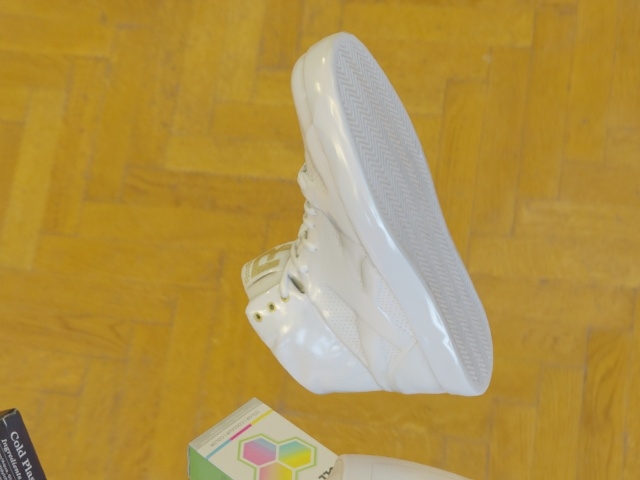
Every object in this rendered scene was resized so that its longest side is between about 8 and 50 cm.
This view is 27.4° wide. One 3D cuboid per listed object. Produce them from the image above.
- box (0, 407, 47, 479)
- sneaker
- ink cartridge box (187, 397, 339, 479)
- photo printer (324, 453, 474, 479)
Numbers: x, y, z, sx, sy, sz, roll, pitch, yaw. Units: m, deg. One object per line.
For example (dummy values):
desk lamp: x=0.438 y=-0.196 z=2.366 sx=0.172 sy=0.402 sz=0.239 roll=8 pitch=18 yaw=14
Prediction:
box: x=-0.462 y=0.320 z=1.209 sx=0.343 sy=0.312 sz=0.178 roll=-15 pitch=101 yaw=27
sneaker: x=0.000 y=0.000 z=0.941 sx=0.169 sy=0.292 sz=0.108 roll=-8 pitch=30 yaw=29
ink cartridge box: x=-0.038 y=0.274 z=1.464 sx=0.209 sy=0.062 sz=0.109 roll=32 pitch=46 yaw=29
photo printer: x=0.095 y=0.302 z=0.975 sx=0.256 sy=0.107 sz=0.307 roll=21 pitch=35 yaw=-6
